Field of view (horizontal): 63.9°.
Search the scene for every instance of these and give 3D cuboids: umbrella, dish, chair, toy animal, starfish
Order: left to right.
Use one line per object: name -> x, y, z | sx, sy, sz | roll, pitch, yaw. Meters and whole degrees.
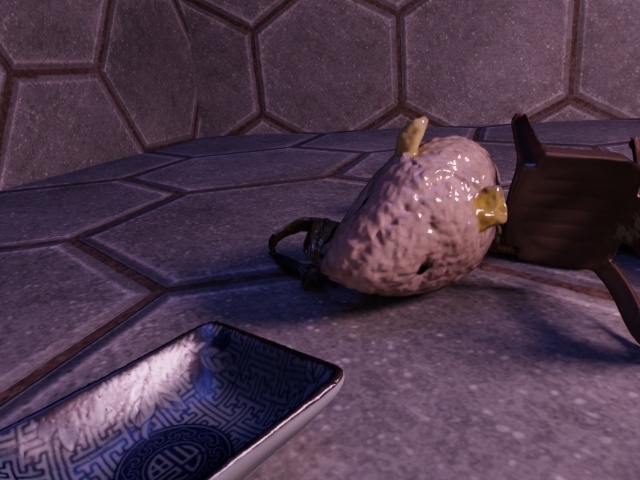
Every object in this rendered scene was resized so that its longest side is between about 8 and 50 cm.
dish -> -0.117, 0.164, 0.408 | 0.182, 0.080, 0.243 | 10, 25, 39
umbrella -> -0.034, 0.050, 0.828 | 0.044, 0.044, 0.269 | -39, 20, -16
starfish -> -0.001, 0.001, 0.811 | 0.146, 0.074, 0.190 | 15, 5, 15
toy animal -> 0.156, -0.037, 0.723 | 0.188, 0.226, 0.358 | 42, 28, 12
chair -> 0.326, -0.025, 0.634 | 0.183, 0.175, 0.326 | 8, 30, 13

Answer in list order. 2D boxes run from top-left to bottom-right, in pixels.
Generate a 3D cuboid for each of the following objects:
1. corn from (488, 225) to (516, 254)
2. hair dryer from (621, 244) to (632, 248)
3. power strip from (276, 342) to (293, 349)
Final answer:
corn -> 0.336, -0.005, 0.830 | 0.237, 0.079, 0.080 | 17, 28, 42
hair dryer -> 0.566, 0.003, 0.810 | 0.199, 0.067, 0.167 | 11, 28, 2
power strip -> -0.076, 0.132, 0.596 | 0.090, 0.016, 0.040 | 3, 20, 21
